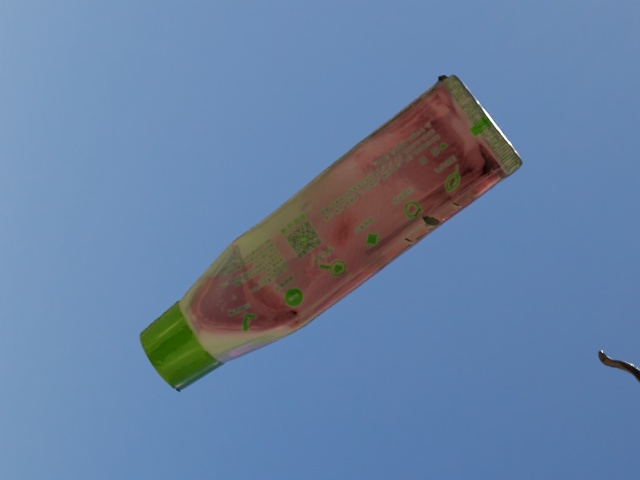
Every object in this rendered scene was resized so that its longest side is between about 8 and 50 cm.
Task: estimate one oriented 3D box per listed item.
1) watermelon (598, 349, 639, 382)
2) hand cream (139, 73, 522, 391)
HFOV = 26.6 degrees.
[{"bbox_3d":[0.304,0.043,0.759,0.204,0.127,0.232,48,-60,36],"label":"watermelon"},{"bbox_3d":[0.000,0.000,0.898,0.079,0.275,0.050,53,8,-3],"label":"hand cream"}]
